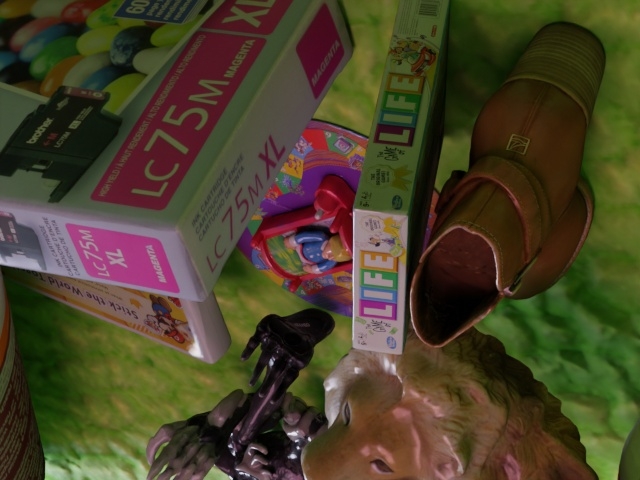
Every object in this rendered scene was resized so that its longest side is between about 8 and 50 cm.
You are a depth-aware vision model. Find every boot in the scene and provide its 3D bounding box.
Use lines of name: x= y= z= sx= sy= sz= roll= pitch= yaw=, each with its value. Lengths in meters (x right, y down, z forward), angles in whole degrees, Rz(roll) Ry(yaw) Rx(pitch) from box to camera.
boot: x=0.087 y=0.002 z=0.875 sx=0.073 sy=0.152 sz=0.197 roll=18 pitch=141 yaw=15

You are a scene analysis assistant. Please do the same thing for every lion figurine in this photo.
lion figurine: x=0.152 y=0.208 z=0.939 sx=0.392 sy=0.142 sz=0.240 roll=36 pitch=144 yaw=9

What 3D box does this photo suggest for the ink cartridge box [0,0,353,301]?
ink cartridge box: x=-0.161 y=-0.075 z=0.925 sx=0.311 sy=0.186 sz=0.065 roll=8 pitch=140 yaw=27

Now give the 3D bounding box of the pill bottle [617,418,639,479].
pill bottle: x=0.227 y=0.185 z=1.029 sx=0.108 sy=0.108 sz=0.180 roll=16 pitch=141 yaw=18

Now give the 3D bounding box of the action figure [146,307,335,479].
action figure: x=-0.034 y=0.161 z=1.145 sx=0.164 sy=0.141 sz=0.276 roll=39 pitch=147 yaw=14

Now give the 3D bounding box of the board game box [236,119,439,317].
board game box: x=0.000 y=0.000 z=1.030 sx=0.133 sy=0.033 sz=0.169 roll=22 pitch=142 yaw=11

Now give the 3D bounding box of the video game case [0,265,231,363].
video game case: x=-0.171 y=-0.031 z=1.080 sx=0.227 sy=0.026 sz=0.206 roll=19 pitch=143 yaw=33

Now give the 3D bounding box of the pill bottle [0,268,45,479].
pill bottle: x=-0.315 y=0.139 z=1.225 sx=0.224 sy=0.224 sz=0.392 roll=21 pitch=149 yaw=12

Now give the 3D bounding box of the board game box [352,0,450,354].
board game box: x=0.041 y=-0.035 z=0.862 sx=0.026 sy=0.154 sz=0.103 roll=7 pitch=138 yaw=8
